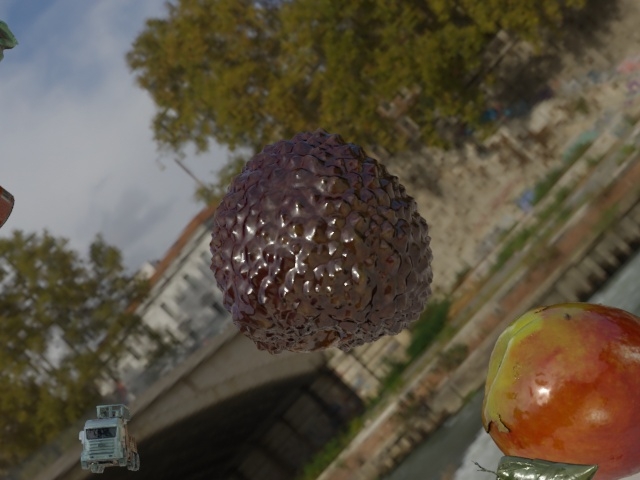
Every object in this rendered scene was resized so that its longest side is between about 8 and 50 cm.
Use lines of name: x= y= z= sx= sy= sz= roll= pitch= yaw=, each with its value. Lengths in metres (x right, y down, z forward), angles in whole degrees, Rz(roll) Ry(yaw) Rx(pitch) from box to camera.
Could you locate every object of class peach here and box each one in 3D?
peach: x=0.482 y=0.282 z=1.971 sx=0.370 sy=0.370 sz=0.370 roll=-46 pitch=-7 yaw=-7

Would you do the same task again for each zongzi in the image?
zongzi: x=0.302 y=0.315 z=1.533 sx=0.062 sy=0.154 sz=0.130 roll=-50 pitch=-15 yaw=-42

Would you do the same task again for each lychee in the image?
lychee: x=0.000 y=0.000 z=0.877 sx=0.188 sy=0.188 sz=0.188 roll=-46 pitch=-7 yaw=-7

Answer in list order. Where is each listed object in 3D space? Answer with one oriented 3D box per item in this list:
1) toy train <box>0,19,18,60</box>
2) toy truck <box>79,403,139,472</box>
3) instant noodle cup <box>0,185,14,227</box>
toy train: x=-0.459 y=-0.286 z=1.306 sx=0.101 sy=0.159 sz=0.248 roll=-52 pitch=-13 yaw=-20
toy truck: x=-0.369 y=0.345 z=1.904 sx=0.080 sy=0.115 sz=0.178 roll=-4 pitch=-14 yaw=-2
instant noodle cup: x=-0.621 y=-0.078 z=1.916 sx=0.127 sy=0.135 sz=0.127 roll=-31 pitch=41 yaw=31
